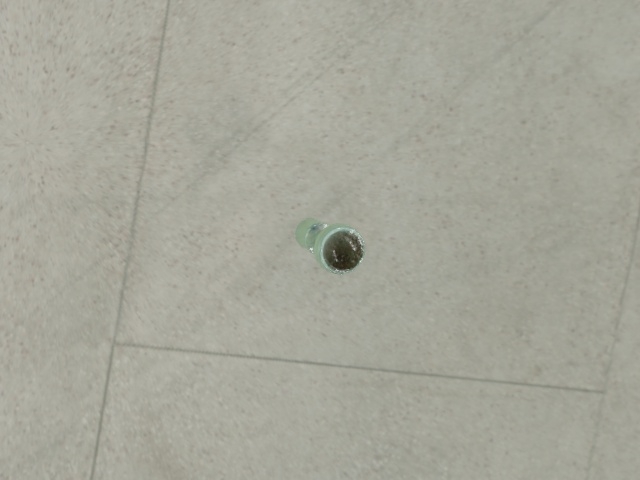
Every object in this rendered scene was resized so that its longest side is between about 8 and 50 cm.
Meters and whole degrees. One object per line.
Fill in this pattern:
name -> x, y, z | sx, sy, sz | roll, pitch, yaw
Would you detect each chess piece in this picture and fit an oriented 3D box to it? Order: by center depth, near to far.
chess piece -> 0.000, 0.000, 1.007 | 0.059, 0.149, 0.059 | -4, 100, -20
